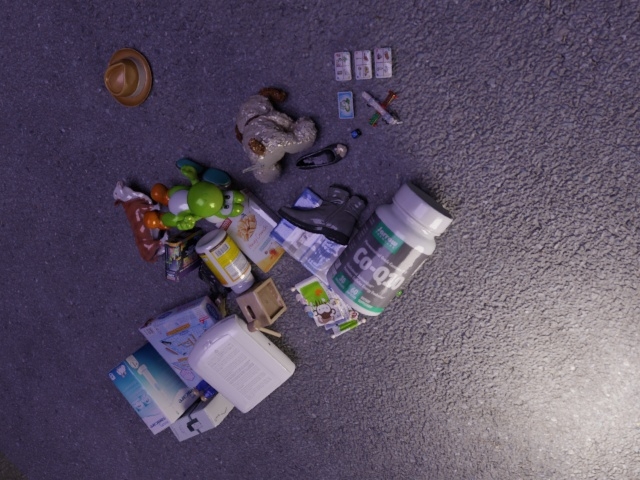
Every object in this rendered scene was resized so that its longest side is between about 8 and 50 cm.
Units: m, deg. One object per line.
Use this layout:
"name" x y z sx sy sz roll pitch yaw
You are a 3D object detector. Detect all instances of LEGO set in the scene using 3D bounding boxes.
"LEGO set" 0.135 -0.415 1.613 0.182 0.060 0.244 6 110 34

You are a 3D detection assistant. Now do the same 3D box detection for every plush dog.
"plush dog" -0.177 -0.332 1.694 0.262 0.210 0.225 -41 61 27

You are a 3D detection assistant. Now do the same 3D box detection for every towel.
"towel" 0.000 0.000 1.780 0.285 0.034 0.209 41 102 4

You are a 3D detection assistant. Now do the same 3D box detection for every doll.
"doll" -0.381 0.522 2.076 0.129 0.046 0.189 43 118 -12

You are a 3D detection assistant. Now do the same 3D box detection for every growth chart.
"growth chart" 0.019 0.216 1.886 0.172 0.021 0.237 -39 90 30

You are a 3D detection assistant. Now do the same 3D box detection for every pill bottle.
"pill bottle" -0.312 0.072 1.888 0.117 0.117 0.215 -19 118 27
"pill bottle" 0.197 0.023 1.622 0.204 0.204 0.361 39 107 6

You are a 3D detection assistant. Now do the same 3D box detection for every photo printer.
"photo printer" -0.281 0.415 1.945 0.256 0.107 0.307 -42 105 11

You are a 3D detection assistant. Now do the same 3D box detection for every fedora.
"fedora" -0.650 -0.536 1.866 0.194 0.079 0.194 7 110 20

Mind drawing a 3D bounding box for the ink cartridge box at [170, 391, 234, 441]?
"ink cartridge box" -0.453 0.666 2.168 0.208 0.153 0.087 -29 96 27

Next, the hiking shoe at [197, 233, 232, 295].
"hiking shoe" -0.394 0.090 1.977 0.114 0.086 0.227 -17 100 27

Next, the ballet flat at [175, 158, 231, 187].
"ballet flat" -0.388 -0.212 1.888 0.213 0.072 0.068 23 143 15

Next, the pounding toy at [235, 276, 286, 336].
"pounding toy" -0.206 0.251 1.886 0.094 0.206 0.181 -23 99 28

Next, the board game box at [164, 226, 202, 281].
"board game box" -0.467 0.043 1.942 0.048 0.170 0.141 10 113 18

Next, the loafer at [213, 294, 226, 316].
"loafer" -0.363 0.255 2.043 0.050 0.056 0.148 27 127 9

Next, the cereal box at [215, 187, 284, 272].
"cereal box" -0.215 -0.033 1.879 0.240 0.047 0.173 42 118 4

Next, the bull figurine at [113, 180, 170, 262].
"bull figurine" -0.612 -0.077 2.000 0.188 0.101 0.310 -12 103 24

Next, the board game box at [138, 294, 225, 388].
"board game box" -0.449 0.379 2.073 0.319 0.066 0.318 -21 113 27

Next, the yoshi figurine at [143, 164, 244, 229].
"yoshi figurine" -0.415 -0.124 1.788 0.362 0.203 0.203 -2 117 32

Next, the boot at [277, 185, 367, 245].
"boot" 0.007 -0.097 1.731 0.246 0.083 0.161 22 83 8

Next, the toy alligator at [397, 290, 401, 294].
"toy alligator" 0.165 0.158 1.789 0.190 0.056 0.051 -11 62 27

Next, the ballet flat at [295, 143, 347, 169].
"ballet flat" 0.003 -0.247 1.711 0.173 0.049 0.057 -17 103 27

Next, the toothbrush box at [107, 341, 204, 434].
"toothbrush box" -0.623 0.544 2.161 0.126 0.216 0.295 -37 92 29
